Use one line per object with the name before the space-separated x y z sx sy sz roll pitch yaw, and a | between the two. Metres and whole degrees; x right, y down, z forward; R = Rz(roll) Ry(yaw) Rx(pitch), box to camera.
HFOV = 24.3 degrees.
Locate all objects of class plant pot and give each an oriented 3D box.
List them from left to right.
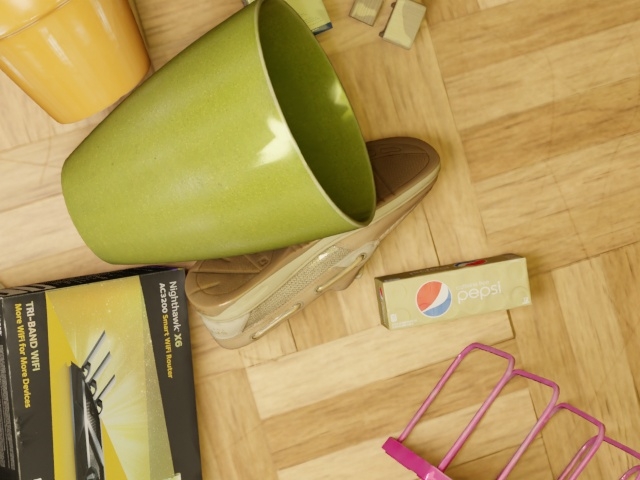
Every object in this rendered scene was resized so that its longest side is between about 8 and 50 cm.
plant pot | -0.289 -0.241 1.646 0.205 0.205 0.188 -35 115 -5
plant pot | -0.129 -0.088 1.653 0.293 0.275 0.275 -23 99 18

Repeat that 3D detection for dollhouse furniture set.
dollhouse furniture set | 0.053 -0.331 1.730 0.182 0.101 0.161 21 91 -11

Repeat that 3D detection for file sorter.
file sorter | 0.260 0.276 1.771 0.290 0.202 0.182 38 85 -10

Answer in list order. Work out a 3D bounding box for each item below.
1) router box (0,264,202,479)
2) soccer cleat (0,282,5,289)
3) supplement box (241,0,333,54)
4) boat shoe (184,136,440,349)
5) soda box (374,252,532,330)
router box | -0.259 0.195 1.679 0.243 0.081 0.309 -10 98 -41
soccer cleat | -0.382 0.078 1.707 0.196 0.076 0.068 36 88 -10
supplement box | -0.042 -0.271 1.743 0.083 0.056 0.083 -24 99 -6
boat shoe | 0.000 0.000 1.757 0.341 0.121 0.110 -33 134 -8
soda box | 0.161 0.062 1.805 0.181 0.058 0.061 -10 96 -8
